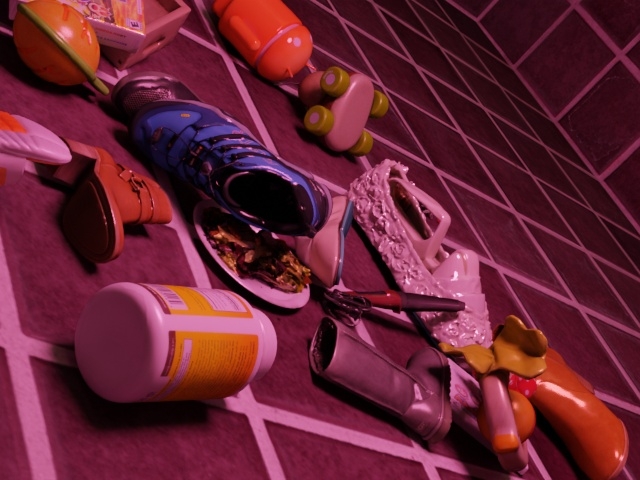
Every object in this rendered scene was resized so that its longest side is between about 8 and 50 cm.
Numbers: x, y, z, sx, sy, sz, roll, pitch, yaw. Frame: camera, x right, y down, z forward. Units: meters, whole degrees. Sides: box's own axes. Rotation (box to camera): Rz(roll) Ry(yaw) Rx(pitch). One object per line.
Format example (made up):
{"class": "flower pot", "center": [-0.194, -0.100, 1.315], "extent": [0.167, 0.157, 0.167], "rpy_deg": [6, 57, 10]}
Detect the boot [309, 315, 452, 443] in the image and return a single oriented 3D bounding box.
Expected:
{"class": "boot", "center": [0.078, 0.165, 1.556], "extent": [0.208, 0.076, 0.190], "rpy_deg": [29, 23, -17]}

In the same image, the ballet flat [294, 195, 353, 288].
{"class": "ballet flat", "center": [0.000, 0.000, 1.715], "extent": [0.086, 0.086, 0.248], "rpy_deg": [40, 20, -10]}

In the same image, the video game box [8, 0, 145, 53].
{"class": "video game box", "center": [-0.345, -0.374, 1.654], "extent": [0.187, 0.048, 0.205], "rpy_deg": [10, 51, -27]}

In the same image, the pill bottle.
{"class": "pill bottle", "center": [-0.140, 0.106, 1.198], "extent": [0.215, 0.117, 0.117], "rpy_deg": [9, 40, -55]}

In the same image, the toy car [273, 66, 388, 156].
{"class": "toy car", "center": [0.001, -0.254, 2.161], "extent": [0.188, 0.149, 0.155], "rpy_deg": [23, 1, 40]}

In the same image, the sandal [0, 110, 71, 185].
{"class": "sandal", "center": [-0.395, -0.096, 1.203], "extent": [0.265, 0.076, 0.102], "rpy_deg": [9, 20, -23]}

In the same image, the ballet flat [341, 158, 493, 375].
{"class": "ballet flat", "center": [0.173, 0.026, 1.883], "extent": [0.147, 0.147, 0.409], "rpy_deg": [12, 38, -53]}

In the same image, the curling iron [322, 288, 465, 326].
{"class": "curling iron", "center": [0.111, 0.098, 1.702], "extent": [0.274, 0.035, 0.068], "rpy_deg": [4, 34, -41]}

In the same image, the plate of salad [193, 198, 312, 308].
{"class": "plate of salad", "center": [-0.086, 0.010, 1.568], "extent": [0.200, 0.048, 0.200], "rpy_deg": [36, 23, -18]}

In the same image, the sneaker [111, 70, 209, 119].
{"class": "sneaker", "center": [-0.187, -0.155, 1.641], "extent": [0.227, 0.087, 0.130], "rpy_deg": [31, 18, -42]}

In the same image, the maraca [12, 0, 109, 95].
{"class": "maraca", "center": [-0.342, -0.253, 1.547], "extent": [0.127, 0.099, 0.186], "rpy_deg": [45, -4, 23]}

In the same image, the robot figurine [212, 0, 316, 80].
{"class": "robot figurine", "center": [-0.101, -0.388, 2.170], "extent": [0.219, 0.128, 0.158], "rpy_deg": [48, -10, 10]}

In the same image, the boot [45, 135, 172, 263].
{"class": "boot", "center": [-0.232, -0.038, 1.372], "extent": [0.152, 0.073, 0.197], "rpy_deg": [24, 31, -49]}

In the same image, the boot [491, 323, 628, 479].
{"class": "boot", "center": [0.362, 0.255, 1.855], "extent": [0.211, 0.104, 0.295], "rpy_deg": [32, 19, -15]}

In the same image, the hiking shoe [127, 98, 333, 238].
{"class": "hiking shoe", "center": [-0.123, -0.102, 1.538], "extent": [0.304, 0.113, 0.132], "rpy_deg": [26, 10, 4]}

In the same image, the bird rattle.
{"class": "bird rattle", "center": [0.245, 0.221, 1.622], "extent": [0.253, 0.143, 0.207], "rpy_deg": [72, 12, -65]}

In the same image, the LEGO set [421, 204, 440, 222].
{"class": "LEGO set", "center": [0.220, -0.057, 2.263], "extent": [0.083, 0.023, 0.054], "rpy_deg": [41, 21, -6]}

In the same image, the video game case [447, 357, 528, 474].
{"class": "video game case", "center": [0.241, 0.258, 1.722], "extent": [0.157, 0.019, 0.143], "rpy_deg": [39, 22, -11]}

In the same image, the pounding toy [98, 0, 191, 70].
{"class": "pounding toy", "center": [-0.337, -0.359, 1.752], "extent": [0.206, 0.094, 0.181], "rpy_deg": [44, 43, 3]}
